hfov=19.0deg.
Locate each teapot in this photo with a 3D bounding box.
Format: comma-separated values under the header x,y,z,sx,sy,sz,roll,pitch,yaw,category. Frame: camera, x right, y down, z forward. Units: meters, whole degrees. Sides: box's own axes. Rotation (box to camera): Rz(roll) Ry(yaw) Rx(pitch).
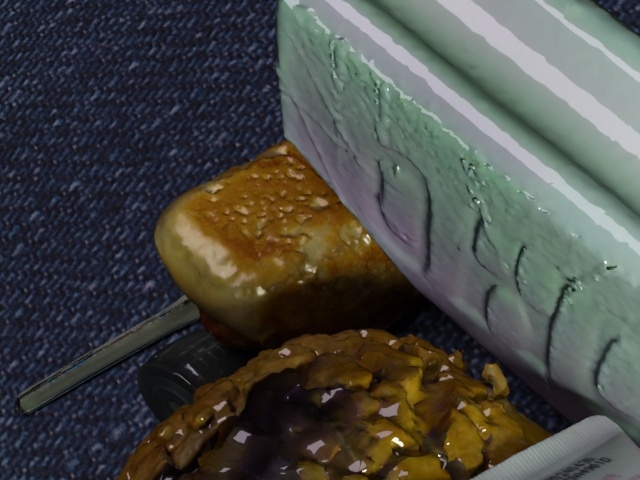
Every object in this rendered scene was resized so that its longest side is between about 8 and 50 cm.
x,y,z,sx,sy,sz,roll,pitch,yaw,category
-0.071,0.117,1.485,0.091,0.124,0.092,-44,3,-29,teapot

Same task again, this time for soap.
x,y,z,sx,sy,sz,roll,pitch,yaw,category
0.176,-0.012,1.272,0.446,0.261,0.156,41,69,21,soap

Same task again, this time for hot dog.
x,y,z,sx,sy,sz,roll,pitch,yaw,category
0.000,0.000,1.461,0.257,0.153,0.150,-29,61,-24,hot dog

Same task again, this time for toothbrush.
x,y,z,sx,sy,sz,roll,pitch,yaw,category
-0.129,0.067,1.582,0.294,0.026,0.028,-32,28,3,toothbrush

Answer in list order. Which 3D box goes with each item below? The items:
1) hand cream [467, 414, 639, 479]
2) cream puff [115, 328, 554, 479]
x,y,z,sx,sy,sz,roll,pitch,yaw,category
0.226,0.250,1.109,0.185,0.118,0.358,-21,54,-38,hand cream
0.008,0.203,1.257,0.343,0.231,0.327,-15,46,20,cream puff
